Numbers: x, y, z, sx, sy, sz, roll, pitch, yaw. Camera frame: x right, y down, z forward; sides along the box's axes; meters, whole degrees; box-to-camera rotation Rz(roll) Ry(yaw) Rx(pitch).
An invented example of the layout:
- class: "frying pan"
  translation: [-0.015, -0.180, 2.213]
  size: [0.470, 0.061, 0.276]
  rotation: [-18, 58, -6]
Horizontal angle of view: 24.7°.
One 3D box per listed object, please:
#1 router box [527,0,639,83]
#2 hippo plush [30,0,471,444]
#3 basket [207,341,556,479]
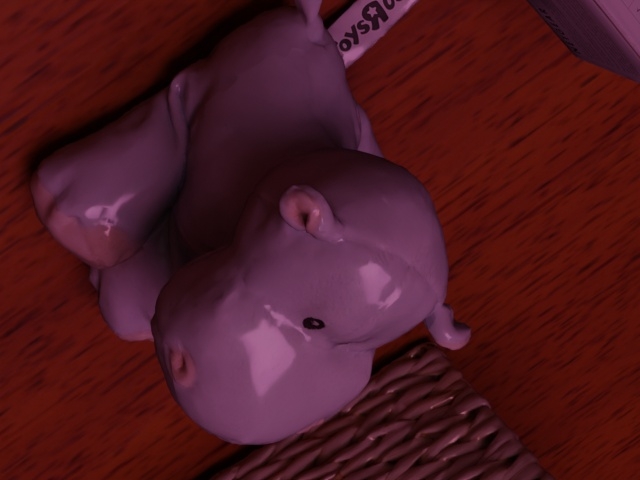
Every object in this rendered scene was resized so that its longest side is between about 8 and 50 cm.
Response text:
- class: "router box"
  translation: [0.173, -0.292, 0.777]
  size: [0.301, 0.082, 0.335]
  rotation: [-54, 133, -3]
- class: "hippo plush"
  translation: [0.000, 0.000, 0.850]
  size: [0.294, 0.236, 0.234]
  rotation: [-45, 133, 9]
- class: "basket"
  translation: [0.065, 0.307, 1.110]
  size: [0.331, 0.266, 0.328]
  rotation: [-32, 134, -2]
